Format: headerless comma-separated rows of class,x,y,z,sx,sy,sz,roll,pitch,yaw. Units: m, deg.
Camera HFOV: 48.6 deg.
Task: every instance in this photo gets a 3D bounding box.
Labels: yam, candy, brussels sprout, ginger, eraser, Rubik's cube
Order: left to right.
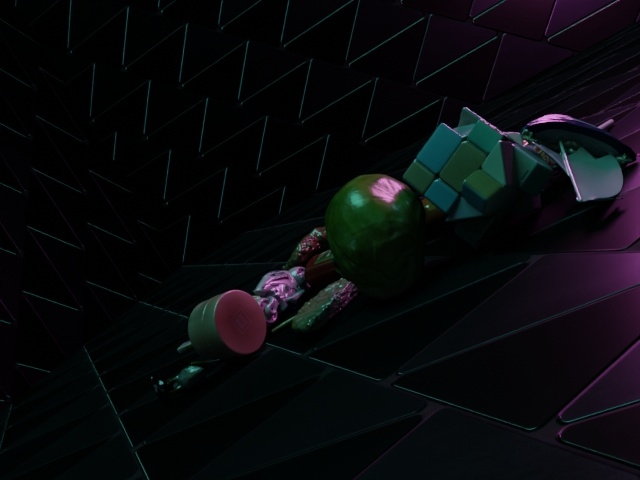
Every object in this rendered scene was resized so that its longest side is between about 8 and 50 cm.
eraser,-0.359,0.290,1.980,0.083,0.019,0.038,-26,9,30
yam,-0.066,0.183,1.629,0.107,0.014,0.014,-31,9,1
ginger,-0.001,0.002,2.245,0.290,0.084,0.122,-41,-9,-31
brussels sprout,0.109,-0.011,1.413,0.244,0.244,0.244,-30,9,5
Rubik's cube,0.313,-0.113,1.367,0.224,0.213,0.265,-56,-26,17
candy,0.567,-0.221,1.549,0.124,0.124,0.365,-21,5,46

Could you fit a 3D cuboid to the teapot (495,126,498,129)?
teapot,0.517,-0.273,2.012,0.110,0.085,0.080,9,38,45

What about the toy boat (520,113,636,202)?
toy boat,0.453,-0.151,1.275,0.291,0.210,0.071,-42,-28,-50

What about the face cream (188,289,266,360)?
face cream,-0.210,0.195,1.601,0.104,0.149,0.149,-24,12,41

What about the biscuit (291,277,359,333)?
biscuit,0.011,0.138,1.550,0.141,0.038,0.290,-24,10,40

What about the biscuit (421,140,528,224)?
biscuit,0.368,-0.148,1.673,0.385,0.062,0.365,-32,-2,-29

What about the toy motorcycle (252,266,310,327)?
toy motorcycle,-0.105,0.127,1.760,0.112,0.113,0.254,-25,10,35

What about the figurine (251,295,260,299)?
figurine,-0.174,0.179,1.934,0.083,0.047,0.051,-24,24,0

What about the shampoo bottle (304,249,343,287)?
shampoo bottle,0.098,0.034,1.701,0.314,0.076,0.118,-23,7,42

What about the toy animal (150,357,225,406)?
toy animal,-0.292,0.301,1.573,0.202,0.070,0.105,-32,-11,22
